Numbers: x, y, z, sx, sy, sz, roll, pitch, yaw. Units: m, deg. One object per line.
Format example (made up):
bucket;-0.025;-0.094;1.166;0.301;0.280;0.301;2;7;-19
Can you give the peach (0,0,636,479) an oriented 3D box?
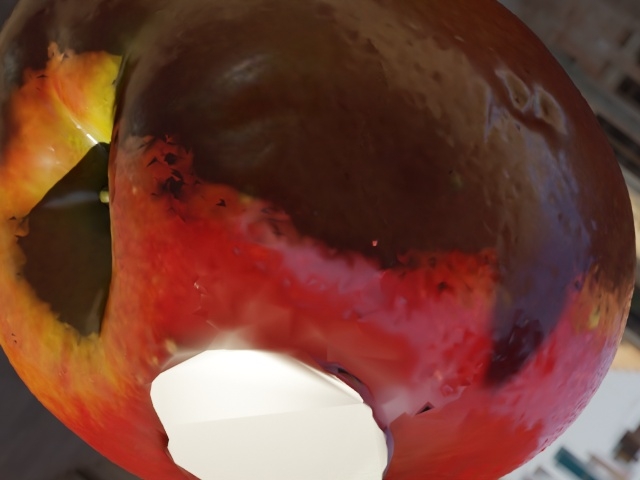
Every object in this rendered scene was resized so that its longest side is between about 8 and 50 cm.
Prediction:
peach;-0.010;0.006;1.118;0.335;0.406;0.310;-44;-147;32
